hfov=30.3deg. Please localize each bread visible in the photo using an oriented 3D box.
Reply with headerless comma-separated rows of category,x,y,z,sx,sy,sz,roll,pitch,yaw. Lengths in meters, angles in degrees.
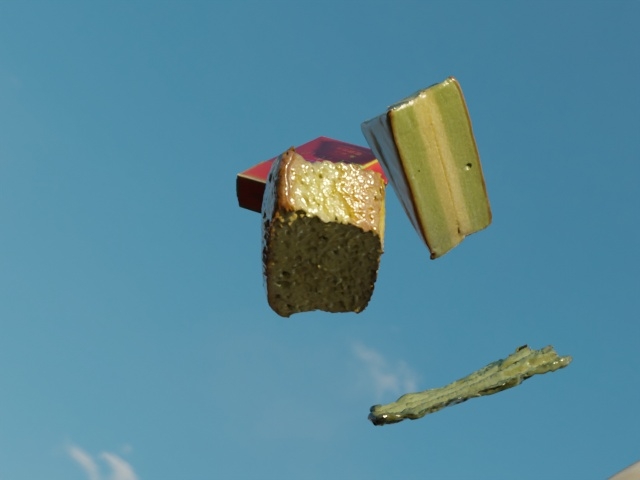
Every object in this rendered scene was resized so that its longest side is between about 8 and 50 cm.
bread,0.103,-0.058,1.002,0.139,0.074,0.084,63,-13,-6
bread,0.000,0.000,0.982,0.103,0.065,0.187,5,-36,-5

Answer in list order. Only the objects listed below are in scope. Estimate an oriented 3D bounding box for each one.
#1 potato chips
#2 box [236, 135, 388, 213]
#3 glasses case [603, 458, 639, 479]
potato chips,0.143,0.142,1.174,0.092,0.207,0.028,-172,-117,-81
box,-0.007,-0.077,1.471,0.112,0.175,0.048,18,-60,31
glasses case,0.346,0.319,1.387,0.074,0.193,0.049,59,7,26
